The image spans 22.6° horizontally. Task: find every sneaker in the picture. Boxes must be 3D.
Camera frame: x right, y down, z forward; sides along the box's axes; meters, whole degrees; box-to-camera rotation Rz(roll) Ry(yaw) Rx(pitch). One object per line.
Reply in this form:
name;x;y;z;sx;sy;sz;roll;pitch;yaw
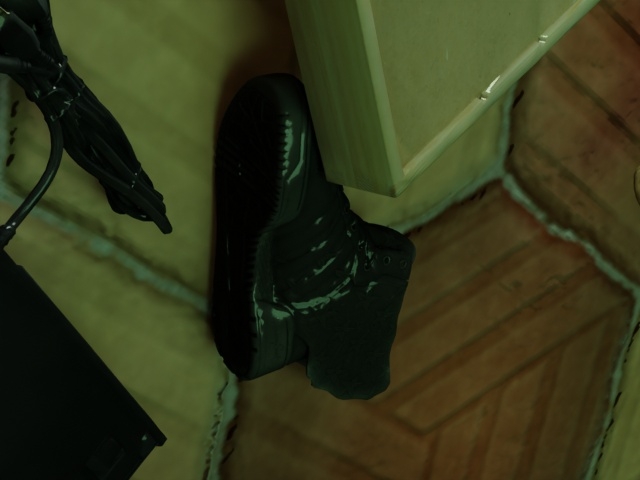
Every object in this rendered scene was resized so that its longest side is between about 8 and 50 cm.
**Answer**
sneaker;0.001;0.001;0.687;0.089;0.051;0.170;-13;126;-31

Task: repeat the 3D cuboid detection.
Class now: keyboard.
keyboard;-0.134;0.014;0.565;0.201;0.033;0.317;-51;147;-16

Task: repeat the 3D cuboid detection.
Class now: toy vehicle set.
toy vehicle set;0.040;-0.170;0.591;0.166;0.035;0.266;-43;135;-35

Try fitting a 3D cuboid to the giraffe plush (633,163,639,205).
giraffe plush;0.245;-0.064;0.740;0.210;0.171;0.181;103;12;-47
